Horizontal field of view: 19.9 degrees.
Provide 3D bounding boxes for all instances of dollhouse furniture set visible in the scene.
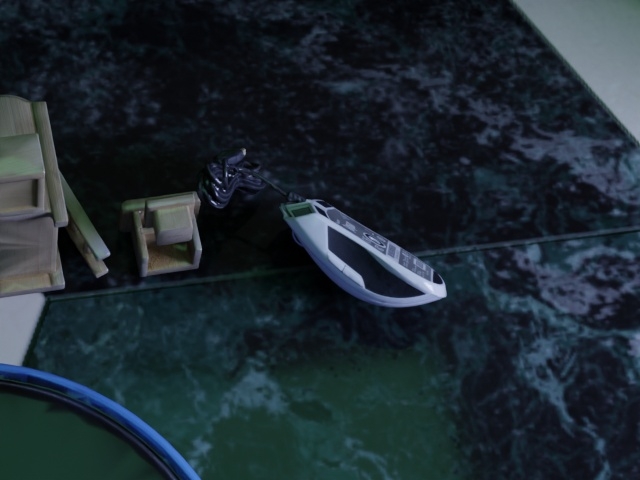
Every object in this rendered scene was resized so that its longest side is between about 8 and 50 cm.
[{"bbox_3d":[-0.155,-0.053,1.218,0.161,0.182,0.101,-8,66,-14],"label":"dollhouse furniture set"}]

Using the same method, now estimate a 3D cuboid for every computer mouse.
[{"bbox_3d":[0.000,0.000,1.284,0.193,0.106,0.042,32,100,-1],"label":"computer mouse"}]

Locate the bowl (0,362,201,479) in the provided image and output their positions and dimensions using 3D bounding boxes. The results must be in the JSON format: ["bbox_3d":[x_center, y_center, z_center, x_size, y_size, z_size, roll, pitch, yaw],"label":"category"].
[{"bbox_3d":[-0.223,0.257,1.117,0.391,0.077,0.391,4,64,-8],"label":"bowl"}]
